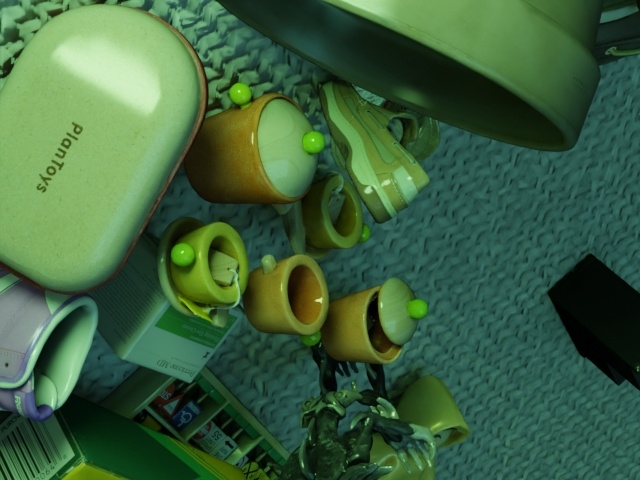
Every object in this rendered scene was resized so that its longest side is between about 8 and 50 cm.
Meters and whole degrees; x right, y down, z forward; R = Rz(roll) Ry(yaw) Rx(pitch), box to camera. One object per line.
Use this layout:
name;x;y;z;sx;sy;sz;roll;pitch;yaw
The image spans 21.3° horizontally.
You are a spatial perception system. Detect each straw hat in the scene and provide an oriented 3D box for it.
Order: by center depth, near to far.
straw hat;0.082;-0.107;1.612;0.144;0.061;0.144;-24;136;-25

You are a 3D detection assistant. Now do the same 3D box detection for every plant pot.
plant pot;0.108;-0.260;1.340;0.323;0.323;0.280;28;87;-50

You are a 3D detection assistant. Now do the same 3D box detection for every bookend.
bookend;0.358;0.118;1.981;0.072;0.157;0.156;-42;141;-5

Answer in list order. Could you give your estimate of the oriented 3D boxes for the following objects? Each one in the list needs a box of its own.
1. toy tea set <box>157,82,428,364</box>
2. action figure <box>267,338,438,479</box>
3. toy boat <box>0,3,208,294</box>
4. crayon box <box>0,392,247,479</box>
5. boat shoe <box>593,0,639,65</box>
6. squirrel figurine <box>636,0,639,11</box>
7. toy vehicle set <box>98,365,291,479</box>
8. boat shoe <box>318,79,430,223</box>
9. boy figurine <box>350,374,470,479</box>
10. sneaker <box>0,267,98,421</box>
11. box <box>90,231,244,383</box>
toy tea set;0.000;0.000;1.514;0.336;0.124;0.200;27;61;-51
action figure;0.031;0.201;1.653;0.164;0.276;0.141;-27;125;33
toy boat;-0.180;-0.075;1.359;0.231;0.151;0.151;-59;175;7
crayon box;-0.268;0.324;1.594;0.363;0.106;0.313;-42;144;10
boat shoe;0.264;-0.215;1.645;0.324;0.116;0.097;-21;132;-36
squirrel figurine;0.433;-0.389;1.439;0.370;0.397;0.281;-14;178;2
toy vehicle set;-0.139;0.221;1.713;0.166;0.035;0.267;-43;141;-4
boat shoe;0.053;-0.089;1.493;0.072;0.190;0.068;-30;132;6
boy figurine;0.073;0.280;1.917;0.177;0.092;0.285;20;111;-46
sneaker;-0.301;0.119;1.381;0.282;0.161;0.102;-46;143;2
box;-0.146;0.056;1.512;0.087;0.102;0.101;-51;142;9
